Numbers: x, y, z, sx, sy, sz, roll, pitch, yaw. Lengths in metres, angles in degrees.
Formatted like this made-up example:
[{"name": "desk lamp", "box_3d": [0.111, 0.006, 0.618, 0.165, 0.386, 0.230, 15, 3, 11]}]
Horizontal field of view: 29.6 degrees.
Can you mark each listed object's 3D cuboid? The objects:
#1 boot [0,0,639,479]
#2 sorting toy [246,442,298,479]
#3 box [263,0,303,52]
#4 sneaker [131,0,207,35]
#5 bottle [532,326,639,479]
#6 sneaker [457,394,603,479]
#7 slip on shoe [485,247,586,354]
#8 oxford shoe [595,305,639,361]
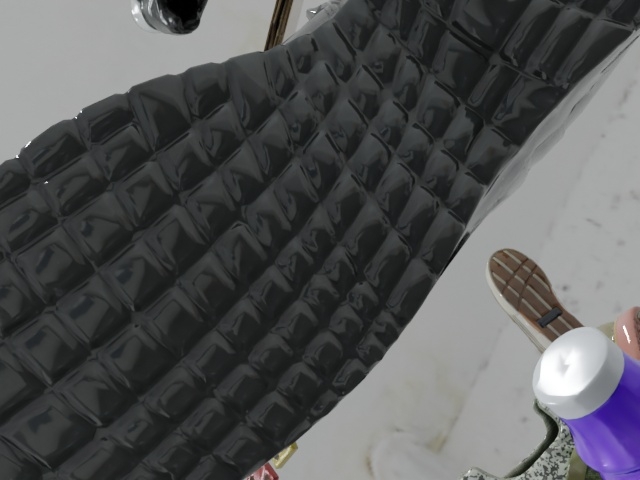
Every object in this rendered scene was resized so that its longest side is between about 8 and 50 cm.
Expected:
[{"name": "boot", "box_3d": [0.000, 0.000, 0.456, 0.338, 0.223, 0.118, -37, -100, -13]}, {"name": "sorting toy", "box_3d": [-0.090, 0.194, 1.456, 0.046, 0.274, 0.132, -1, -62, -34]}, {"name": "box", "box_3d": [-0.042, -0.273, 1.482, 0.021, 0.201, 0.164, 16, -72, -1]}, {"name": "sneaker", "box_3d": [-0.127, -0.311, 1.216, 0.078, 0.106, 0.234, 2, -68, -33]}, {"name": "bottle", "box_3d": [0.272, 0.169, 0.911, 0.283, 0.118, 0.092, 40, -107, -25]}, {"name": "sneaker", "box_3d": [0.329, 0.233, 1.391, 0.410, 0.158, 0.182, -31, -100, -19]}, {"name": "slip on shoe", "box_3d": [0.189, 0.065, 1.047, 0.051, 0.135, 0.041, -31, -28, -21]}, {"name": "oxford shoe", "box_3d": [0.400, 0.274, 1.616, 0.140, 0.146, 0.397, 42, -142, -25]}]
